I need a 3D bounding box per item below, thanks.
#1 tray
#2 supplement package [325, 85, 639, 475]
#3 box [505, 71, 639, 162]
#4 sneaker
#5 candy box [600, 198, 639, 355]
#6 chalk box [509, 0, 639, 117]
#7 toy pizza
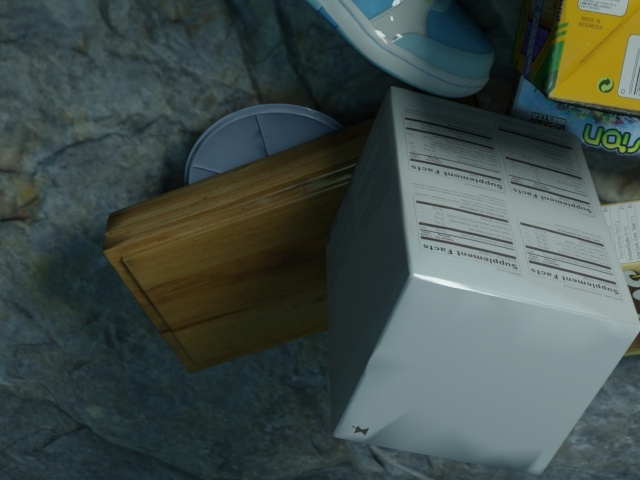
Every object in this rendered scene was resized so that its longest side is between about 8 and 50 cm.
[{"bbox_3d":[0.000,0.000,1.180,0.410,0.076,0.203,-19,128,13],"label":"tray"},{"bbox_3d":[0.128,0.033,0.993,0.198,0.263,0.199,13,129,-12],"label":"supplement package"},{"bbox_3d":[0.293,-0.139,1.080,0.206,0.036,0.114,12,109,-1],"label":"box"},{"bbox_3d":[0.078,-0.279,0.973,0.319,0.127,0.208,36,124,-18],"label":"sneaker"},{"bbox_3d":[0.390,0.033,1.149,0.316,0.088,0.183,-9,142,13],"label":"candy box"},{"bbox_3d":[0.267,-0.207,0.915,0.180,0.289,0.179,10,106,0],"label":"chalk box"},{"bbox_3d":[-0.045,-0.066,1.193,0.201,0.032,0.201,0,129,0],"label":"toy pizza"}]
